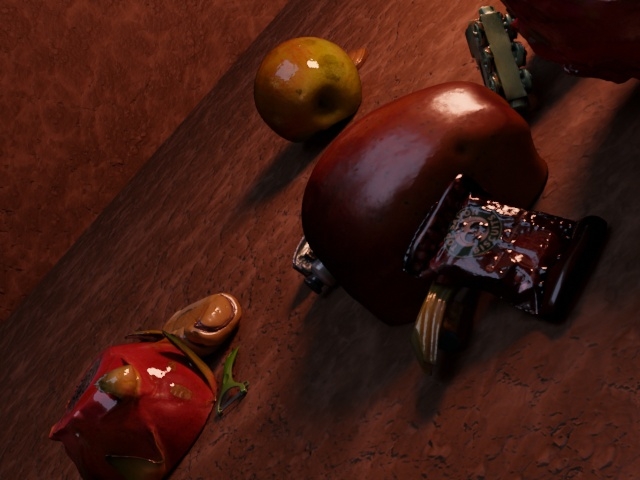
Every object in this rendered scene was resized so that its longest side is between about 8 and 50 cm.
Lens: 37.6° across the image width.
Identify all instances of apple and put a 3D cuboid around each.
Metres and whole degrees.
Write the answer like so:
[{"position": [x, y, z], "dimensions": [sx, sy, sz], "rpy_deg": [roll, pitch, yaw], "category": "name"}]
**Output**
[{"position": [0.147, -0.067, 1.380], "dimensions": [0.365, 0.329, 0.295], "rpy_deg": [-39, -22, 14], "category": "apple"}, {"position": [-0.022, -0.332, 2.122], "dimensions": [0.246, 0.246, 0.226], "rpy_deg": [-50, 39, -5], "category": "apple"}]

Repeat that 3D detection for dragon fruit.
[{"position": [0.405, -0.347, 1.182], "dimensions": [0.386, 0.249, 0.371], "rpy_deg": [-39, 46, -10], "category": "dragon fruit"}, {"position": [-0.337, 0.283, 1.633], "dimensions": [0.290, 0.189, 0.290], "rpy_deg": [-40, 22, 20], "category": "dragon fruit"}]

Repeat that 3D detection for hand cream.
[{"position": [0.062, -0.006, 1.573], "dimensions": [0.234, 0.050, 0.080], "rpy_deg": [-47, 20, -11], "category": "hand cream"}]

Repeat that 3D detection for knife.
[{"position": [-0.151, 0.227, 1.607], "dimensions": [0.078, 0.022, 0.166], "rpy_deg": [-37, 23, 14], "category": "knife"}]

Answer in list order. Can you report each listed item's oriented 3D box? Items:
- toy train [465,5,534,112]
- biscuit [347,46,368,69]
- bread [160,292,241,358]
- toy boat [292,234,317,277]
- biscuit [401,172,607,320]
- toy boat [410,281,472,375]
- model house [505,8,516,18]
[{"position": [0.280, -0.274, 1.466], "dimensions": [0.074, 0.176, 0.118], "rpy_deg": [-15, -10, 0], "category": "toy train"}, {"position": [0.065, -0.440, 2.360], "dimensions": [0.140, 0.023, 0.118], "rpy_deg": [-33, 26, 37], "category": "biscuit"}, {"position": [-0.242, 0.178, 1.788], "dimensions": [0.225, 0.081, 0.134], "rpy_deg": [-28, 23, 46], "category": "bread"}, {"position": [0.000, 0.000, 1.642], "dimensions": [0.140, 0.059, 0.066], "rpy_deg": [-54, -5, -35], "category": "toy boat"}, {"position": [0.222, 0.007, 1.141], "dimensions": [0.235, 0.063, 0.151], "rpy_deg": [21, 65, 37], "category": "biscuit"}, {"position": [0.158, 0.092, 1.177], "dimensions": [0.065, 0.066, 0.172], "rpy_deg": [102, -169, -52], "category": "toy boat"}, {"position": [0.376, -0.434, 1.482], "dimensions": [0.224, 0.198, 0.215], "rpy_deg": [-44, 15, 10], "category": "model house"}]
